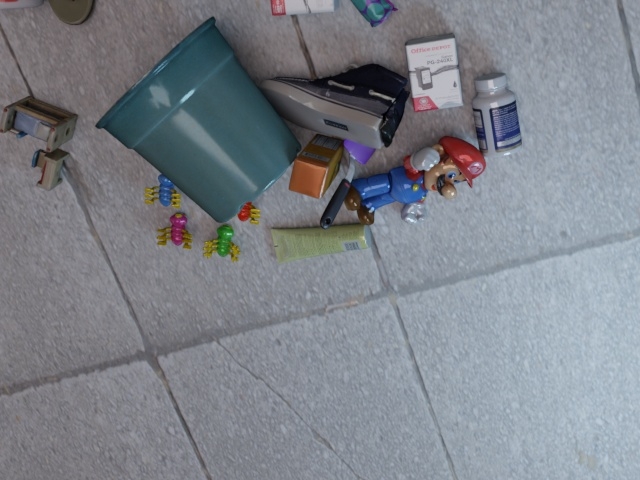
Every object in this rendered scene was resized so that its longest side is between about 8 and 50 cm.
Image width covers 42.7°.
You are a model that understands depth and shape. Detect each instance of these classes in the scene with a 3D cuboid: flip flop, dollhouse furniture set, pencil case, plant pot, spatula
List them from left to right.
[{"bbox_3d":[-0.679,-0.222,1.940,0.129,0.129,0.183,22,113,0],"label":"dollhouse furniture set"},{"bbox_3d":[-0.556,-0.614,1.792,0.112,0.080,0.277,11,113,4],"label":"flip flop"},{"bbox_3d":[-0.240,-0.239,1.761,0.341,0.341,0.334,-38,105,20],"label":"plant pot"},{"bbox_3d":[0.060,-0.146,1.798,0.030,0.296,0.084,-12,135,46],"label":"spatula"},{"bbox_3d":[0.093,-0.531,1.737,0.070,0.064,0.151,-31,105,31],"label":"pencil case"}]

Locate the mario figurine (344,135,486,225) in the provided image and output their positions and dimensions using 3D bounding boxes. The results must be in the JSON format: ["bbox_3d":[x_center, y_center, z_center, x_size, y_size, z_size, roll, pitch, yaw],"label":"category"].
[{"bbox_3d":[0.216,-0.114,1.821,0.321,0.198,0.170,-22,94,20],"label":"mario figurine"}]

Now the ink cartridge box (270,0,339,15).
[{"bbox_3d":[-0.032,-0.515,1.742,0.135,0.099,0.056,-1,111,10],"label":"ink cartridge box"}]

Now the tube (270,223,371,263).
[{"bbox_3d":[0.000,0.000,1.971,0.240,0.062,0.070,-8,67,17],"label":"tube"}]

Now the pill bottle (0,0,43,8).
[{"bbox_3d":[-0.693,-0.649,1.756,0.161,0.161,0.283,3,111,7],"label":"pill bottle"}]

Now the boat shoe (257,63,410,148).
[{"bbox_3d":[0.036,-0.325,1.813,0.341,0.127,0.158,23,71,19],"label":"boat shoe"}]

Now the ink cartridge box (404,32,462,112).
[{"bbox_3d":[0.247,-0.365,1.780,0.109,0.063,0.150,-7,111,11],"label":"ink cartridge box"}]

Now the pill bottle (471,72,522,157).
[{"bbox_3d":[0.381,-0.274,1.779,0.094,0.094,0.169,-9,110,12],"label":"pill bottle"}]

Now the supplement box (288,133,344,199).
[{"bbox_3d":[-0.004,-0.167,1.804,0.080,0.233,0.078,16,113,8],"label":"supplement box"}]

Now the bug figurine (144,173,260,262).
[{"bbox_3d":[-0.284,-0.062,1.976,0.279,0.072,0.216,12,119,-1],"label":"bug figurine"}]
